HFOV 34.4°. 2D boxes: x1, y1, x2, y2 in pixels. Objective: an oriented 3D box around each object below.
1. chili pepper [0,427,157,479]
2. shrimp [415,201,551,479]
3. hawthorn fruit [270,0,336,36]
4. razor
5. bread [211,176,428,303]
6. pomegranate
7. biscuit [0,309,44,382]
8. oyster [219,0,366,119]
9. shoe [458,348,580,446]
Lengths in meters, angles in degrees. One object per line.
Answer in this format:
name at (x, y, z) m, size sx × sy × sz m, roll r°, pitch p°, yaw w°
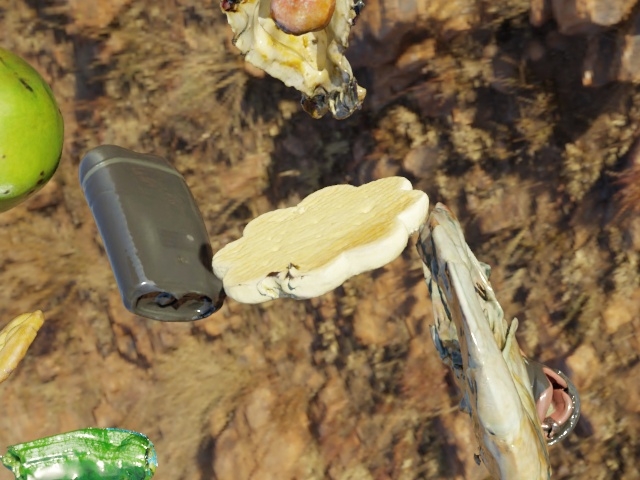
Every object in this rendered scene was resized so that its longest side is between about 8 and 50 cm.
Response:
chili pepper at (-0.351, 0.322, 1.498) m, size 0.061 × 0.224 × 0.098 m, roll 88°, pitch 176°, yaw -65°
shrimp at (0.137, 0.076, 0.939) m, size 0.360 × 0.085 × 0.247 m, roll -100°, pitch -11°, yaw -52°
hawthorn fruit at (-0.012, -0.250, 1.010) m, size 0.067 × 0.067 × 0.103 m, roll 49°, pitch 139°, yaw 30°
razor at (-0.289, -0.018, 1.780) m, size 0.113 × 0.204 × 0.349 m, roll -52°, pitch 49°, yaw 31°
bread at (0.000, 0.000, 1.369) m, size 0.316 × 0.316 × 0.054 m, roll 4°, pitch 122°, yaw 52°
pomegranate at (-0.486, -0.133, 1.348) m, size 0.236 × 0.302 × 0.236 m, roll 26°, pitch 127°, yaw 39°
biscuit at (-0.479, 0.197, 1.442) m, size 0.041 × 0.260 × 0.203 m, roll 44°, pitch 180°, yaw -21°
oyster at (-0.011, -0.299, 1.537) m, size 0.337 × 0.197 × 0.133 m, roll 56°, pitch -157°, yaw -43°
shoe at (0.286, 0.210, 1.402) m, size 0.137 × 0.291 × 0.114 m, roll 17°, pitch 86°, yaw 25°
